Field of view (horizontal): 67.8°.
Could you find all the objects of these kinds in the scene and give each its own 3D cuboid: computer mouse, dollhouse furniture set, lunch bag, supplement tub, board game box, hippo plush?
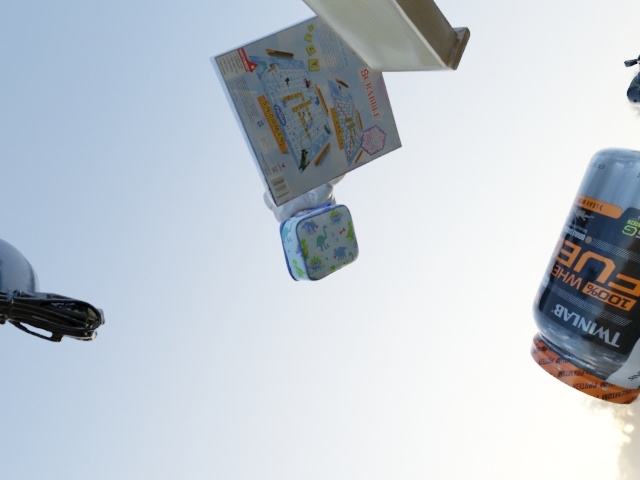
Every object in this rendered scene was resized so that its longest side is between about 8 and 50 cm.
[{"bbox_3d":[-0.377,0.034,0.540,0.188,0.272,0.072,26,-100,-48],"label":"computer mouse"},{"bbox_3d":[0.139,-0.486,0.681,0.256,0.362,0.395,26,-95,-47],"label":"dollhouse furniture set"},{"bbox_3d":[0.000,0.000,1.253,0.218,0.090,0.176,-25,-76,-42],"label":"lunch bag"},{"bbox_3d":[0.447,0.049,0.696,0.207,0.207,0.339,-3,-67,-48],"label":"supplement tub"},{"bbox_3d":[-0.015,-0.278,0.981,0.317,0.066,0.319,-26,-63,-11],"label":"board game box"},{"bbox_3d":[-0.011,-0.161,1.437,0.234,0.293,0.237,-72,4,-62],"label":"hippo plush"}]

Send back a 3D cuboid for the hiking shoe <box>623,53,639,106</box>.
[{"bbox_3d":[0.471,-0.193,0.618,0.086,0.114,0.227,41,-136,-24],"label":"hiking shoe"}]
